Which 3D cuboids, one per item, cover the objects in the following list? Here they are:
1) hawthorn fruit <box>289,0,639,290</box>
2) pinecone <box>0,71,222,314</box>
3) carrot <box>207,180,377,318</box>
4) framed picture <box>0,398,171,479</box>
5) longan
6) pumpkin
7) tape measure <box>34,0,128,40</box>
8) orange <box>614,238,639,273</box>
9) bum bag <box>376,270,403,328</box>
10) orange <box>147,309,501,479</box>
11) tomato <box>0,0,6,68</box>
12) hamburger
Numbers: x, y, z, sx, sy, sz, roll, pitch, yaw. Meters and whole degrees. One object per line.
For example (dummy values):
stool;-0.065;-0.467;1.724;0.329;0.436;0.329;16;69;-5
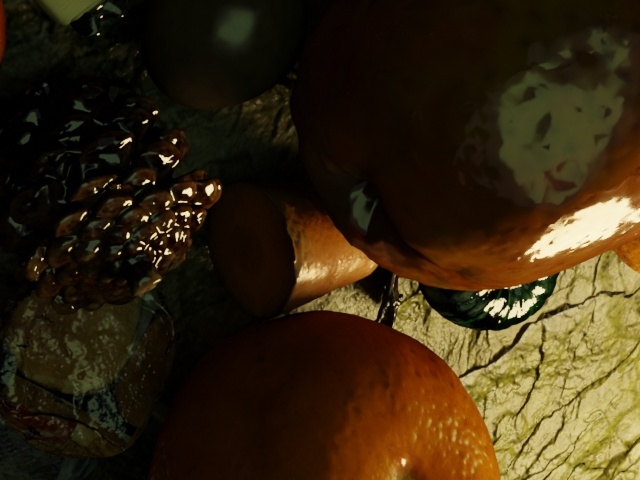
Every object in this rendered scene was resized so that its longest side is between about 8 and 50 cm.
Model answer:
hawthorn fruit;0.185;-0.161;1.449;0.472;0.472;0.471;-10;112;-25
pinecone;-0.228;-0.056;1.370;0.224;0.272;0.224;-21;147;-15
carrot;0.000;0.000;1.580;0.225;0.159;0.159;-8;112;-40
framed picture;-0.274;0.269;1.600;0.240;0.020;0.324;-50;123;-4
longan;-0.098;-0.219;1.449;0.185;0.159;0.204;-40;151;7
pumpkin;0.212;0.019;1.706;0.202;0.140;0.202;-8;109;-23
tape measure;-0.296;-0.316;1.293;0.115;0.207;0.235;-41;160;-2
orange;0.466;-0.052;1.802;0.224;0.170;0.224;3;84;-32
bum bag;0.096;0.028;1.671;0.026;0.109;0.159;12;103;5
orange;-0.001;0.288;1.556;0.424;0.326;0.423;15;64;-35
tomato;-0.405;-0.194;1.243;0.232;0.232;0.188;55;37;-31
hamburger;-0.262;0.123;1.485;0.231;0.107;0.231;-4;98;-31
